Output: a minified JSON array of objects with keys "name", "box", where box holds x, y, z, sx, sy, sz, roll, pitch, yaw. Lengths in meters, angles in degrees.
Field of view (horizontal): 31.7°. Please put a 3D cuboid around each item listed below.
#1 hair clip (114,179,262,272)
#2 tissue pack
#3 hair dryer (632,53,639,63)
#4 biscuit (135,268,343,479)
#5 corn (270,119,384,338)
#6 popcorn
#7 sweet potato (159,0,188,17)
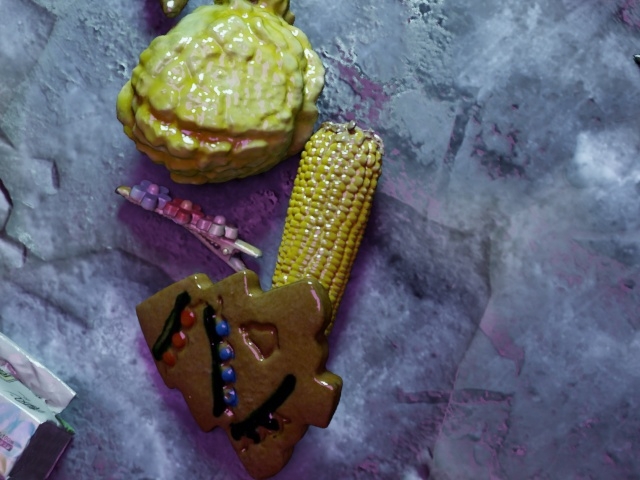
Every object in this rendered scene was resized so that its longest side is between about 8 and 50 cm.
[{"name":"hair clip","box":[-0.169,-0.029,1.466,0.214,0.062,0.056,33,110,6]},{"name":"tissue pack","box":[-0.425,0.188,1.416,0.229,0.159,0.145,31,79,11]},{"name":"hair dryer","box":[0.473,-0.088,1.392,0.312,0.123,0.340,-44,68,10]},{"name":"biscuit","box":[-0.112,0.148,1.394,0.302,0.043,0.278,20,111,24]},{"name":"corn","box":[0.000,0.000,1.423,0.106,0.106,0.305,15,88,9]},{"name":"popcorn","box":[-0.106,-0.192,1.433,0.225,0.174,0.286,43,79,-4]},{"name":"sweet potato","box":[-0.199,-0.351,1.479,0.075,0.074,0.269,-21,42,3]}]
